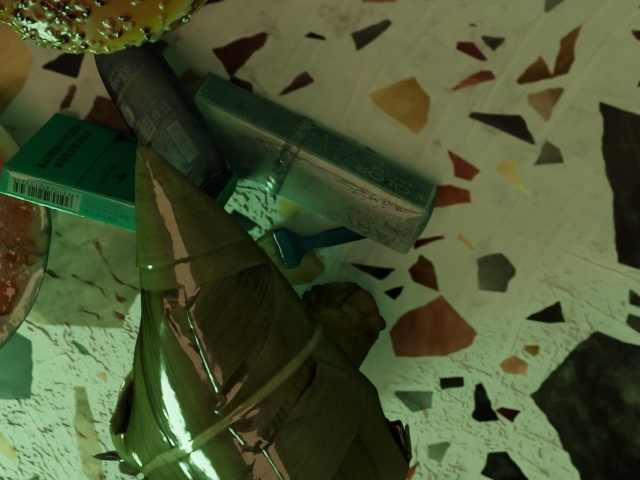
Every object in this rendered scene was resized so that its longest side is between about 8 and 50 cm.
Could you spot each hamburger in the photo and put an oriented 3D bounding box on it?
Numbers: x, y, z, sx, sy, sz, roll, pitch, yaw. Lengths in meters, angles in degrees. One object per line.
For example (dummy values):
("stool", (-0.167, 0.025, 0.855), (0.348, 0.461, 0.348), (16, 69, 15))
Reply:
("hamburger", (-0.229, -0.326, 1.651), (0.300, 0.176, 0.300), (7, 119, 12))

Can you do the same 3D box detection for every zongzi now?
("zongzi", (-0.164, 0.100, 1.808), (0.500, 0.218, 0.467), (-4, 116, 58))

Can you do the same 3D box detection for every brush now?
("brush", (0.000, 0.000, 1.868), (0.164, 0.014, 0.051), (-13, 116, 20))

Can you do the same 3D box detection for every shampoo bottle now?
("shampoo bottle", (-0.177, -0.142, 1.747), (0.234, 0.049, 0.087), (56, 130, 20))

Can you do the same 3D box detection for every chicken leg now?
("chicken leg", (0.003, 0.150, 1.914), (0.107, 0.087, 0.251), (24, 129, 14))

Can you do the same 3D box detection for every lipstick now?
("lipstick", (-0.012, -0.083, 1.786), (0.289, 0.077, 0.076), (25, 121, 1))

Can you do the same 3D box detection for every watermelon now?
("watermelon", (-0.421, 0.003, 1.871), (0.224, 0.180, 0.305), (-7, 100, 40))

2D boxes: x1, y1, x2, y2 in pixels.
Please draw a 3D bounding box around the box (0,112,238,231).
("box", (-0.218, -0.068, 1.800), (0.226, 0.161, 0.042), (16, 119, 5))
